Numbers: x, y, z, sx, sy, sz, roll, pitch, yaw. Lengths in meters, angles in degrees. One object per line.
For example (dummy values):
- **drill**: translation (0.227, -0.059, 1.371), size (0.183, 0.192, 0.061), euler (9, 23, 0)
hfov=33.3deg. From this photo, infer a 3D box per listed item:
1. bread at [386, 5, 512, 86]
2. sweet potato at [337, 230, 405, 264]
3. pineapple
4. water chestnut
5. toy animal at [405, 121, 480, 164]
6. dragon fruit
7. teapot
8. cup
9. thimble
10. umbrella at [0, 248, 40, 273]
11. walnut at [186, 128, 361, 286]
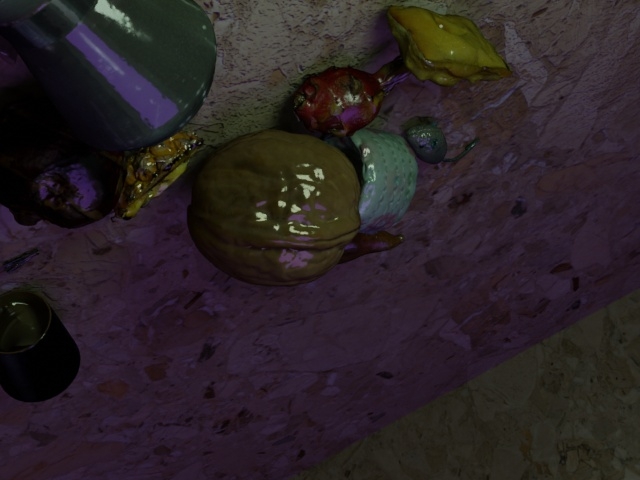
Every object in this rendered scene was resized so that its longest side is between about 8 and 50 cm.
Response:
- **bread**: translation (0.211, -0.332, 1.856), size (0.233, 0.160, 0.088), euler (3, 130, -44)
- **sweet potato**: translation (0.005, -0.001, 2.285), size (0.359, 0.112, 0.112), euler (-3, 147, -8)
- **pineapple**: translation (-0.289, -0.120, 1.816), size (0.225, 0.076, 0.225), euler (-44, 180, 0)
- **water chestnut**: translation (-0.394, -0.132, 1.646), size (0.238, 0.224, 0.223), euler (-69, 155, -15)
- **toy animal**: translation (0.253, -0.192, 2.232), size (0.079, 0.070, 0.253), euler (-25, 159, 31)
- **dragon fruit**: translation (0.071, -0.264, 1.895), size (0.246, 0.125, 0.125), euler (-30, 151, 0)
- **teapot**: translation (-0.333, -0.290, 1.424), size (0.300, 0.253, 0.344), euler (-5, 153, 27)
- **cup**: translation (-0.601, 0.216, 2.065), size (0.239, 0.166, 0.177), euler (-23, 148, -12)
- **thimble**: translation (0.082, -0.112, 2.067), size (0.149, 0.185, 0.211), euler (3, 102, -42)
- **umbrella**: translation (-0.552, 0.040, 1.969), size (0.083, 0.020, 0.031), euler (-34, 152, 1)
- **walnut**: translation (-0.081, -0.056, 1.921), size (0.313, 0.277, 0.252), euler (11, 167, 3)
